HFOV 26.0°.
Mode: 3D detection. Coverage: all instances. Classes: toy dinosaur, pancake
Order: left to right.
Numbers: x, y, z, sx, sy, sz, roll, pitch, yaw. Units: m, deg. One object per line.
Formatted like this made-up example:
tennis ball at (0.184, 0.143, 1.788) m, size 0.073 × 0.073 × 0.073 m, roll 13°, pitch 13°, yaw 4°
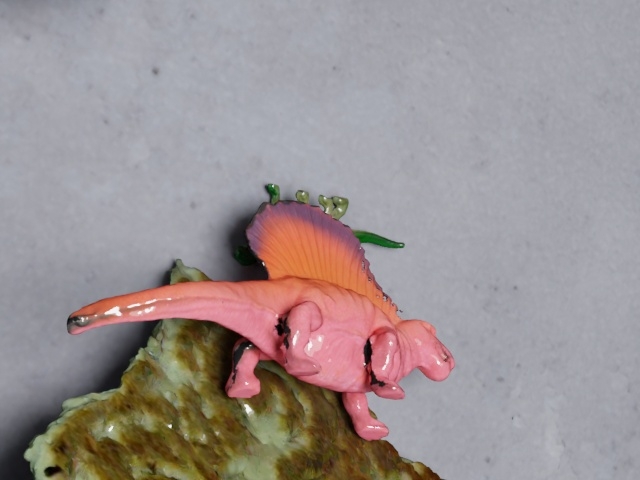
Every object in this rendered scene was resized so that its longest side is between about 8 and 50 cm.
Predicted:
pancake at (-0.054, 0.185, 0.743) m, size 0.305 × 0.067 × 0.427 m, roll 49°, pitch 31°, yaw -2°
toy dinosaur at (-0.023, 0.023, 0.812) m, size 0.286 × 0.070 × 0.138 m, roll 21°, pitch 53°, yaw -39°
toy dinosaur at (-0.001, 0.000, 0.904) m, size 0.120 × 0.029 × 0.060 m, roll 13°, pitch 97°, yaw -31°
